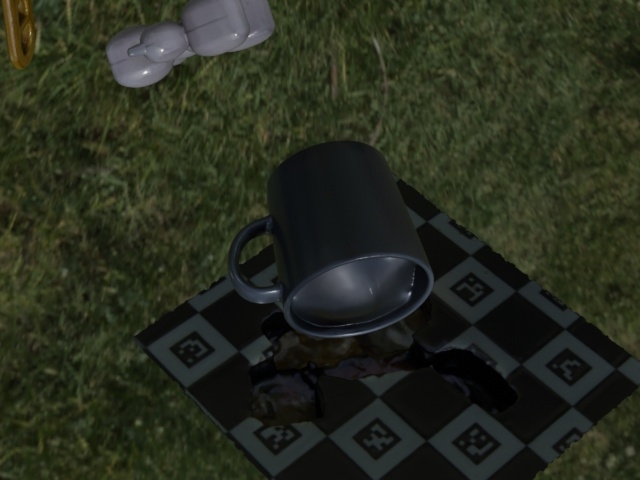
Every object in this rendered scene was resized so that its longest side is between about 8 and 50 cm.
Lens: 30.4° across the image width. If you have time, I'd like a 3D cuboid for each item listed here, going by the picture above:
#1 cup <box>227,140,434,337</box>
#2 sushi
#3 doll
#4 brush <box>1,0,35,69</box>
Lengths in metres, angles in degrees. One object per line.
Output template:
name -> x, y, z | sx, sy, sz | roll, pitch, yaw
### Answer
cup -> 0.000, 0.000, 0.607 | 0.100, 0.077, 0.078 | -8, 147, -12
sushi -> 0.064, 0.126, 1.119 | 0.343, 0.359, 0.064 | -34, 146, -27
doll -> -0.127, -0.189, 1.102 | 0.160, 0.161, 0.059 | -17, 99, 13
brush -> -0.186, -0.218, 0.666 | 0.013, 0.103, 0.272 | 4, 128, 3
